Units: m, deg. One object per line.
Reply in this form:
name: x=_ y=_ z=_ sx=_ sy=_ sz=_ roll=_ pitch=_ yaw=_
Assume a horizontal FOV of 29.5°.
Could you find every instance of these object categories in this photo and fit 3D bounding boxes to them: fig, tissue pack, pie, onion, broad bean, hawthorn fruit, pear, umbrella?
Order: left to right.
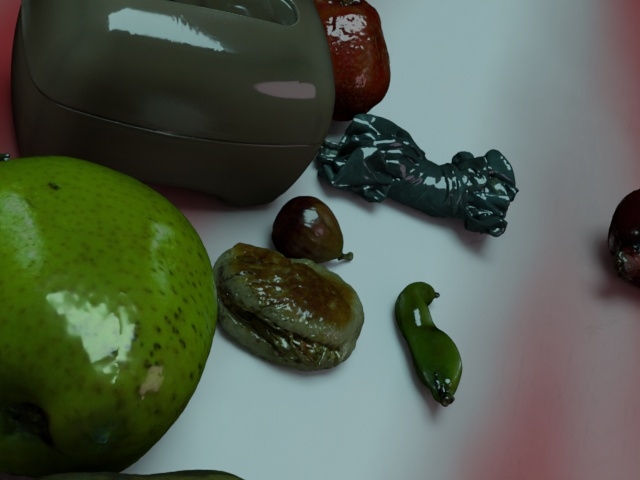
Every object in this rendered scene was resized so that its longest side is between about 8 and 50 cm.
pear: x=-0.243 y=0.081 z=1.162 sx=0.342 sy=0.239 sz=0.318 roll=6 pitch=31 yaw=-26
tissue pack: x=-0.175 y=-0.215 z=1.501 sx=0.387 sy=0.277 sz=0.267 roll=7 pitch=47 yaw=-23
pie: x=-0.038 y=0.070 z=1.437 sx=0.193 sy=0.079 sz=0.163 roll=24 pitch=35 yaw=-4
fig: x=0.000 y=0.000 z=1.537 sx=0.125 sy=0.089 sz=0.089 roll=33 pitch=36 yaw=-25
hawthorn fruit: x=0.028 y=-0.260 z=1.742 sx=0.173 sy=0.173 sz=0.179 roll=19 pitch=83 yaw=-12
umbrella: x=0.111 y=-0.103 z=1.693 sx=0.348 sy=0.094 sz=0.143 roll=19 pitch=33 yaw=-7
broad bean: x=0.134 y=0.127 z=1.498 sx=0.070 sy=0.048 sz=0.214 roll=12 pitch=40 yaw=-18
onion: x=0.479 y=0.018 z=1.769 sx=0.198 sy=0.135 sz=0.173 roll=-25 pitch=65 yaw=-28

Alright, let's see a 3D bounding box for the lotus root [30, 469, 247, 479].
lotus root: x=-0.171 y=0.280 z=1.076 sx=0.274 sy=0.160 sz=0.152 roll=4 pitch=82 yaw=-25
